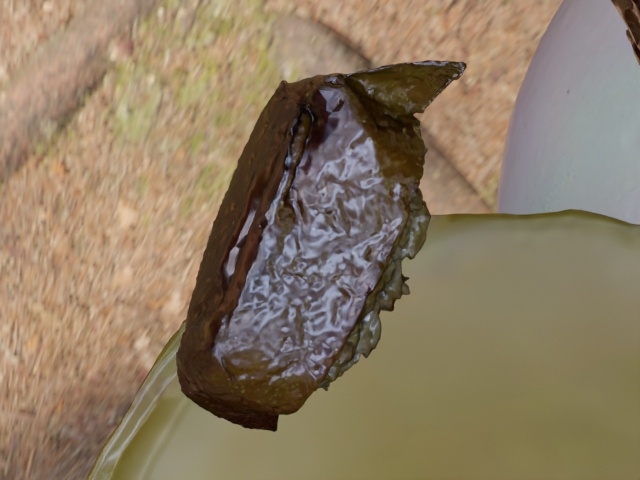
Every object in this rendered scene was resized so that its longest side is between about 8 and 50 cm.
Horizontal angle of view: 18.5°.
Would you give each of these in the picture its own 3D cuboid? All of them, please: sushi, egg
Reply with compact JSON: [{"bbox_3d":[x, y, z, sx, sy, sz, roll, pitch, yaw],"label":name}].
[{"bbox_3d":[0.000,0.000,0.563,0.055,0.052,0.120,20,89,-17],"label":"sushi"},{"bbox_3d":[0.266,-0.036,1.277,0.340,0.354,0.354,-39,88,9],"label":"egg"}]

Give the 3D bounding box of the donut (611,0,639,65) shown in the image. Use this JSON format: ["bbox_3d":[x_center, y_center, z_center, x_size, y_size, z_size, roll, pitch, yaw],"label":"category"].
[{"bbox_3d":[0.130,-0.083,0.477,0.144,0.186,0.126,38,80,-17],"label":"donut"}]

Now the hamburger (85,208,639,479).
[{"bbox_3d":[0.093,0.189,0.834,0.395,0.277,0.396,-2,71,6],"label":"hamburger"}]
